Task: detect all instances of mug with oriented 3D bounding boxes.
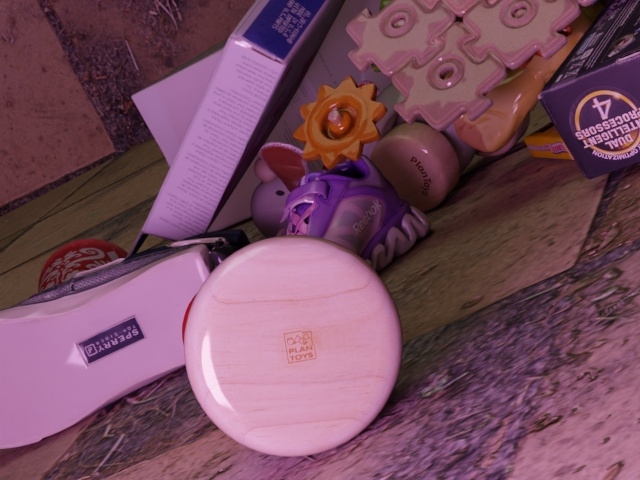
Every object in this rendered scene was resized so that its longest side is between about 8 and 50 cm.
[{"bbox_3d":[-0.237,0.091,1.935,0.113,0.150,0.169,7,14,-4],"label":"mug"}]

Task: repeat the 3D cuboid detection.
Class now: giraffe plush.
[{"bbox_3d":[0.197,-0.188,1.764,0.210,0.181,0.170,-22,-4,28],"label":"giraffe plush"}]

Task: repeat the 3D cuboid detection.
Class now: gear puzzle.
[{"bbox_3d":[0.121,-0.171,1.638,0.339,0.044,0.175,-40,51,2],"label":"gear puzzle"}]

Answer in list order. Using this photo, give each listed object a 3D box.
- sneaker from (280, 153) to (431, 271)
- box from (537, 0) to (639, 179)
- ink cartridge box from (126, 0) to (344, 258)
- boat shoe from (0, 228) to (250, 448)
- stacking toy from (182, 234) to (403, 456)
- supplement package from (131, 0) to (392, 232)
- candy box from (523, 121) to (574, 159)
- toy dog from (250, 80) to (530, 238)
[{"bbox_3d":[0.000,0.000,1.629,0.095,0.105,0.236,-20,14,37],"label":"sneaker"},{"bbox_3d":[0.385,-0.219,1.562,0.318,0.097,0.395,-22,17,36],"label":"box"},{"bbox_3d":[-0.067,-0.144,1.934,0.330,0.071,0.324,-62,-1,39],"label":"ink cartridge box"},{"bbox_3d":[-0.201,0.089,1.763,0.340,0.127,0.158,-18,6,15],"label":"boat shoe"},{"bbox_3d":[-0.037,0.067,1.365,0.141,0.141,0.330,-30,4,-7],"label":"stacking toy"},{"bbox_3d":[-0.042,-0.166,2.317,0.262,0.199,0.198,-21,12,42],"label":"supplement package"},{"bbox_3d":[0.286,-0.132,1.710,0.206,0.027,0.105,-31,12,-10],"label":"candy box"},{"bbox_3d":[0.032,-0.101,1.882,0.333,0.161,0.220,-25,10,25],"label":"toy dog"}]
